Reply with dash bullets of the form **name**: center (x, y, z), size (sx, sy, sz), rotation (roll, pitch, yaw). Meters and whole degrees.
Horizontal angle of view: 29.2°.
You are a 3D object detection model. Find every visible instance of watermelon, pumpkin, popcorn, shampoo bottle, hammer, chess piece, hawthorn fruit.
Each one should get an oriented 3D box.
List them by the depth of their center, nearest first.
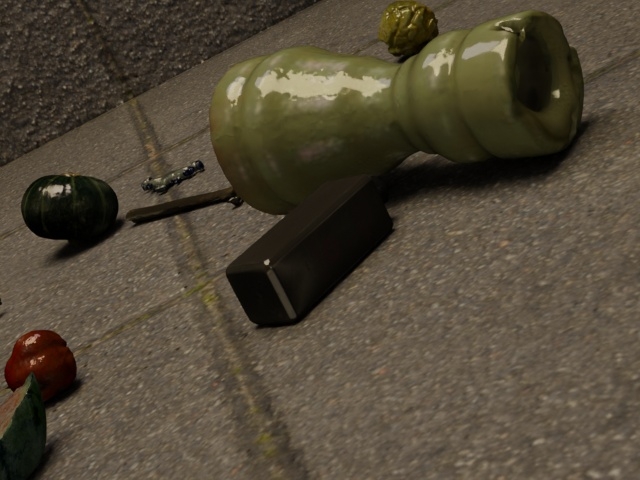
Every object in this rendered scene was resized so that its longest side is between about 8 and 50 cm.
- **watermelon**: center (-0.348, 0.231, 1.292), size (0.139, 0.071, 0.187), rotation (-25, 24, 30)
- **shampoo bottle**: center (0.000, 0.000, 1.414), size (0.079, 0.080, 0.246), rotation (-8, 26, 43)
- **hawthorn fruit**: center (-0.339, 0.153, 1.470), size (0.093, 0.093, 0.093), rotation (-24, 17, 8)
- **chess piece**: center (0.097, -0.164, 1.539), size (0.442, 0.234, 0.234), rotation (-8, 25, 38)
- **hammer**: center (-0.212, -0.064, 2.007), size (0.297, 0.027, 0.125), rotation (-14, 22, 38)
- **pumpkin**: center (-0.435, -0.057, 2.134), size (0.167, 0.125, 0.167), rotation (10, -7, 1)
- **popcorn**: center (0.165, -0.393, 2.290), size (0.120, 0.116, 0.106), rotation (15, 87, 68)

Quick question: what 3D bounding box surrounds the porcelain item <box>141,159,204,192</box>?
- **porcelain item**: center (-0.279, -0.108, 2.236), size (0.136, 0.021, 0.075), rotation (-18, 19, 27)

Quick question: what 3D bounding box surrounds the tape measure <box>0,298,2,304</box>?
- **tape measure**: center (-0.556, 0.116, 1.942), size (0.091, 0.054, 0.094), rotation (-18, 16, 46)
